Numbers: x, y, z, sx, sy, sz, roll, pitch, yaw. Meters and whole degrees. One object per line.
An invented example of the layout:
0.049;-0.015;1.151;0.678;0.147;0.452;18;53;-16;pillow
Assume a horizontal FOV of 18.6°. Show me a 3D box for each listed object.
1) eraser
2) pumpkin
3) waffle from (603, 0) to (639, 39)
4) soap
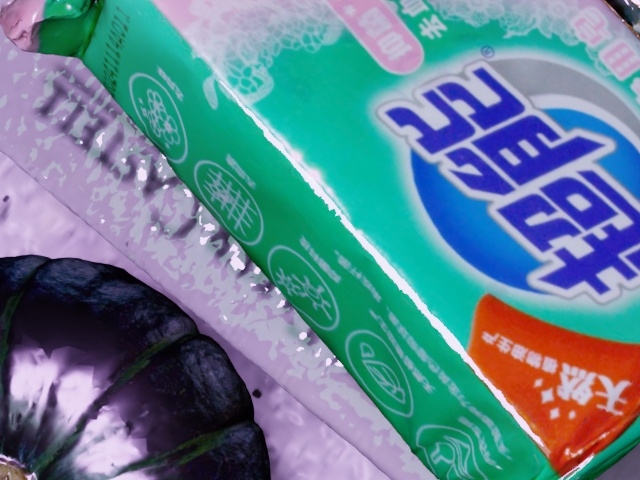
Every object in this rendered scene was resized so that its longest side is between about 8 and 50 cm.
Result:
0.000;0.000;0.851;0.352;0.077;0.111;39;97;7;eraser
-0.119;0.106;0.846;0.202;0.140;0.202;0;89;13;pumpkin
0.094;-0.092;0.848;0.148;0.042;0.102;33;97;8;waffle
0.042;-0.034;0.752;0.218;0.098;0.273;-36;77;-22;soap
